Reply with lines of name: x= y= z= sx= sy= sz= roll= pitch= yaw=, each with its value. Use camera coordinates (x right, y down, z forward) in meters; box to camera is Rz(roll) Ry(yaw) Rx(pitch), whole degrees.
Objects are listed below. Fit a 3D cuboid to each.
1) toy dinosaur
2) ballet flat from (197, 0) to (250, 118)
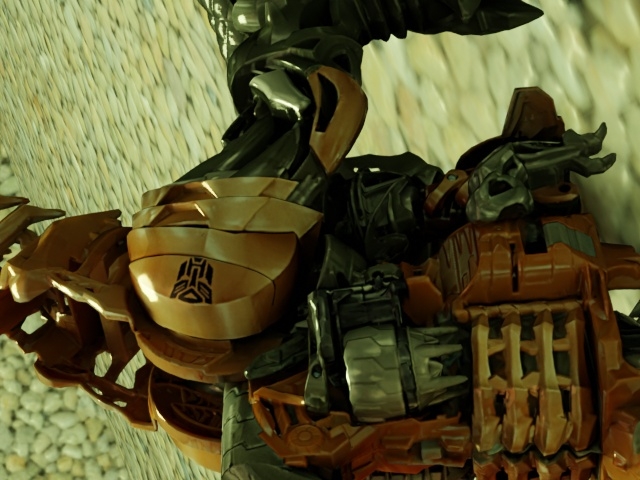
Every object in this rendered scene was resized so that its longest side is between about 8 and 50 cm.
toy dinosaur: x=0.000 y=0.000 z=0.511 sx=0.322 sy=0.218 sz=0.164 roll=25 pitch=134 yaw=6
ballet flat: x=-0.038 y=-0.130 z=0.843 sx=0.049 sy=0.057 sz=0.173 roll=-21 pitch=90 yaw=34
